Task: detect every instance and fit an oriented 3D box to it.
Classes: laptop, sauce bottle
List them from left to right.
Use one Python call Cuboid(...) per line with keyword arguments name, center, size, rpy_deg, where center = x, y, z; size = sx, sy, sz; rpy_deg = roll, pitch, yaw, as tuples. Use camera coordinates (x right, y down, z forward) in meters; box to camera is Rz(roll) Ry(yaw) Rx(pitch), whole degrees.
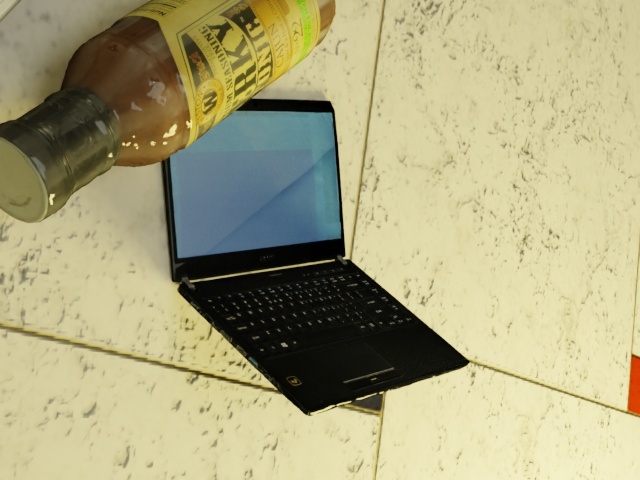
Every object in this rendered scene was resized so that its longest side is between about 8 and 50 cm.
Cuboid(name="sauce bottle", center=(-0.117, -0.127, 0.863), size=(0.344, 0.111, 0.111), rpy_deg=(-46, 121, -40))
Cuboid(name="laptop", center=(0.000, 0.000, 0.973), size=(0.234, 0.264, 0.136), rpy_deg=(-7, 130, -50))

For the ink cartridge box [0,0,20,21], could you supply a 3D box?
Cuboid(name="ink cartridge box", center=(-0.273, -0.222, 0.751), size=(0.179, 0.045, 0.145), rpy_deg=(43, 55, -18))
